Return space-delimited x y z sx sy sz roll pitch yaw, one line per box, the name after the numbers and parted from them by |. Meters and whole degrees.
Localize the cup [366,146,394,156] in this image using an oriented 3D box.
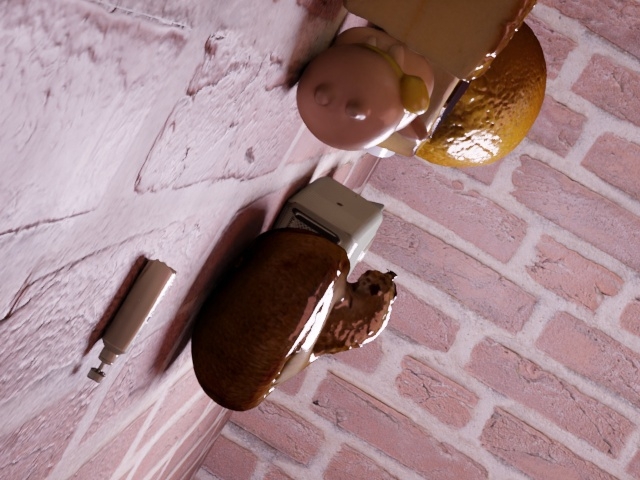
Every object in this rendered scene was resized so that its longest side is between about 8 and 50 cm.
0.135 -0.246 2.273 0.133 0.099 0.136 -61 177 40 | cup

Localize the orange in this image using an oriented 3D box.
0.274 -0.300 2.078 0.322 0.322 0.357 -61 170 29 | orange

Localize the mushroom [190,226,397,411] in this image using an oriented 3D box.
-0.039 0.123 1.693 0.345 0.260 0.345 -59 176 -7 | mushroom

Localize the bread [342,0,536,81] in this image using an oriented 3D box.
0.190 -0.369 1.236 0.279 0.207 0.279 -63 175 33 | bread

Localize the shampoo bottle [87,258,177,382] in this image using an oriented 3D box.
-0.194 0.083 1.095 0.141 0.034 0.049 -58 -177 -5 | shampoo bottle

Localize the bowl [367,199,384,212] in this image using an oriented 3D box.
0.009 0.015 2.340 0.289 0.146 0.289 -60 177 -6 | bowl

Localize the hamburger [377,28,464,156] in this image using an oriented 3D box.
0.155 -0.280 1.778 0.302 0.170 0.302 -55 174 -8 | hamburger

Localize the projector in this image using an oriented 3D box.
0.000 0.000 1.989 0.177 0.163 0.242 -59 174 24 | projector

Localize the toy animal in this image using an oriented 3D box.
0.058 -0.188 1.353 0.149 0.165 0.248 -55 171 18 | toy animal
